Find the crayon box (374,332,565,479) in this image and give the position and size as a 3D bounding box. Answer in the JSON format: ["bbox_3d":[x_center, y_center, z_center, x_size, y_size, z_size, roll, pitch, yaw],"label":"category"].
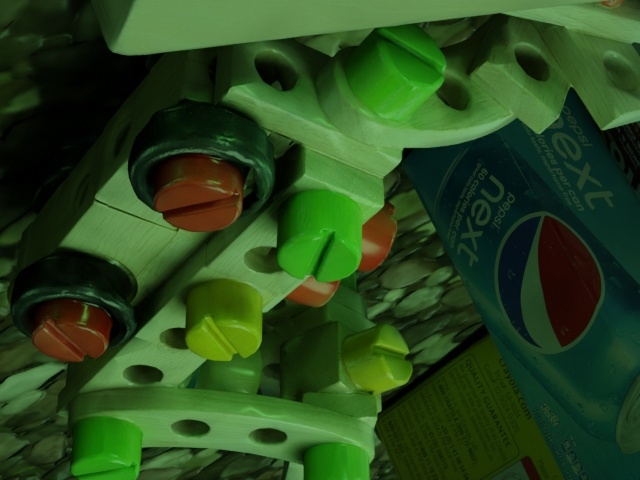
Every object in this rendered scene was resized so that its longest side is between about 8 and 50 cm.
[{"bbox_3d":[0.197,0.133,0.915,0.081,0.202,0.318,1,147,-46],"label":"crayon box"}]

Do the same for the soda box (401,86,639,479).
[{"bbox_3d":[0.123,0.026,0.640,0.071,0.210,0.067,-5,148,-38],"label":"soda box"}]

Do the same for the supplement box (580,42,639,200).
[{"bbox_3d":[0.183,-0.070,0.635,0.081,0.104,0.188,-22,155,-5],"label":"supplement box"}]

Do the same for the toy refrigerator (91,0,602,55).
[{"bbox_3d":[0.060,-0.135,0.413,0.269,0.094,0.102,-11,159,-28],"label":"toy refrigerator"}]

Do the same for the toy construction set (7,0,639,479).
[{"bbox_3d":[0.000,0.000,0.547,0.215,0.151,0.327,21,125,-26],"label":"toy construction set"}]
